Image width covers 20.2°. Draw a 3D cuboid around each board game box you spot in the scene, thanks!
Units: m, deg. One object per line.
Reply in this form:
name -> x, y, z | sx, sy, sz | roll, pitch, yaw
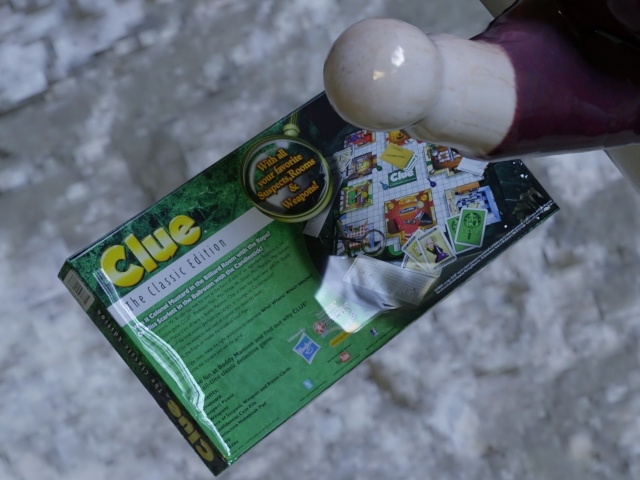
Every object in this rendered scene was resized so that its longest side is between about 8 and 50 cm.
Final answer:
board game box -> 0.000, 0.000, 0.972 | 0.260, 0.136, 0.030 | -35, -5, -30

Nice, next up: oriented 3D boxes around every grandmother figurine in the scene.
grandmother figurine -> 0.080, -0.104, 0.452 | 0.208, 0.342, 0.104 | -42, 44, 5

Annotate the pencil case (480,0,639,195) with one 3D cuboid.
pencil case -> 0.164, -0.118, 0.719 | 0.183, 0.410, 0.160 | -35, 7, 41
